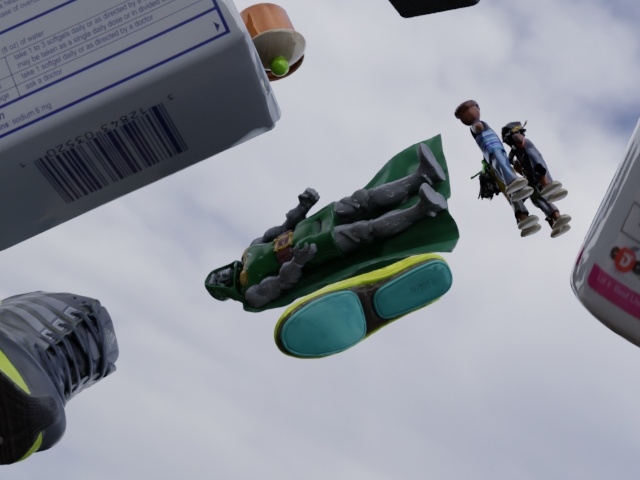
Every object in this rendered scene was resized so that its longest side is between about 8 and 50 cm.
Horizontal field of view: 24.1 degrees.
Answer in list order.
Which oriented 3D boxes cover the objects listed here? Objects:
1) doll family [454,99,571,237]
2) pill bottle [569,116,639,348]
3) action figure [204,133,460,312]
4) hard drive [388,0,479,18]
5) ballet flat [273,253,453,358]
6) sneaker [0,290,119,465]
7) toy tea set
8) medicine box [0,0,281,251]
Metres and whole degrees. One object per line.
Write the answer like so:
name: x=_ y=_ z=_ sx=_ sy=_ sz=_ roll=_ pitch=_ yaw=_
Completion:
doll family: x=0.187 y=-0.073 z=1.469 sx=0.193 sy=0.076 sz=0.111 roll=68 pitch=-2 yaw=-64
pill bottle: x=0.278 y=-0.064 z=0.909 sx=0.160 sy=0.283 sz=0.160 roll=20 pitch=16 yaw=-6
action figure: x=0.000 y=0.000 z=1.244 sx=0.232 sy=0.137 sz=0.063 roll=-27 pitch=-54 yaw=24
hard drive: x=0.067 y=-0.246 z=1.265 sx=0.094 sy=0.022 sz=0.135 roll=-1 pitch=-42 yaw=50
ballet flat: x=0.040 y=0.070 z=1.680 sx=0.077 sy=0.231 sz=0.077 roll=23 pitch=-49 yaw=61
sneaker: x=-0.218 y=0.088 z=1.172 sx=0.300 sy=0.121 sz=0.111 roll=-144 pitch=-140 yaw=-72
toy tea set: x=-0.178 y=-0.155 z=1.563 sx=0.336 sy=0.124 sz=0.200 roll=-24 pitch=-32 yaw=18
medicine box: x=-0.212 y=-0.185 z=1.212 sx=0.149 sy=0.264 sz=0.289 roll=66 pitch=-1 yaw=-65
